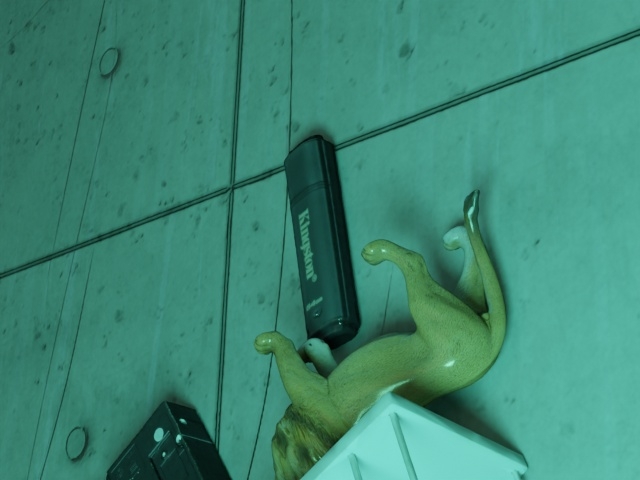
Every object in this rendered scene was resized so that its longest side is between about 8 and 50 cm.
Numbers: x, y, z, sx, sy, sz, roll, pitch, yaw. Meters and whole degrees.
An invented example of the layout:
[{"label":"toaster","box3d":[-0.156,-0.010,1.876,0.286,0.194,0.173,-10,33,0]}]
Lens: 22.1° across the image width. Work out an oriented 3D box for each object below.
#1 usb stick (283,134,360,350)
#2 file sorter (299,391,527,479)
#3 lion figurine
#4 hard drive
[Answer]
[{"label":"usb stick","box3d":[0.000,0.000,1.981,0.077,0.045,0.278,-31,53,34]},{"label":"file sorter","box3d":[0.069,0.329,1.630,0.278,0.193,0.173,-48,34,22]},{"label":"lion figurine","box3d":[0.079,0.148,1.765,0.392,0.142,0.240,-44,53,19]},{"label":"hard drive","box3d":[-0.179,0.394,1.991,0.237,0.064,0.339,-52,42,18]}]
